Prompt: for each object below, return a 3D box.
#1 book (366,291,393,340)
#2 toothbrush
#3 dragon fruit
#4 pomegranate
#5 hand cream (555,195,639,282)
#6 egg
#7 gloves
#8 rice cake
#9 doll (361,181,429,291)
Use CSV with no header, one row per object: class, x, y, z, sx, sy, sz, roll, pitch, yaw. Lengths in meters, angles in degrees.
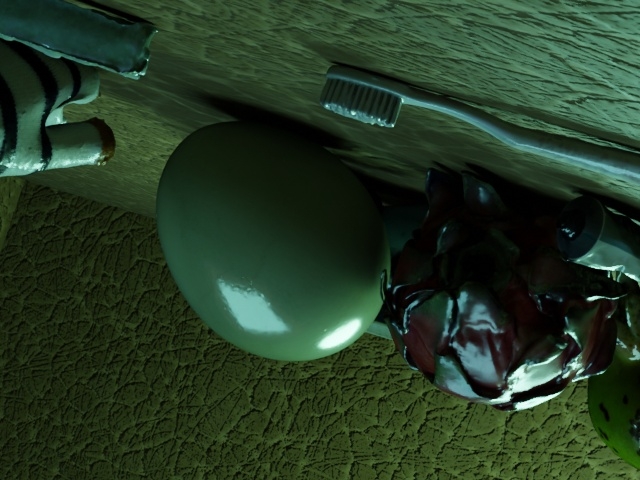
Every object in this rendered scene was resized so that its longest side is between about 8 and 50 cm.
book,0.120,0.044,1.666,0.269,0.025,0.191,15,-141,44
toothbrush,0.144,-0.054,1.002,0.307,0.029,0.025,17,168,12
dragon fruit,0.148,0.045,1.369,0.192,0.193,0.274,46,-170,28
pomegranate,0.362,0.124,1.651,0.198,0.246,0.198,-14,-165,4
hand cream,0.283,0.013,1.277,0.248,0.052,0.075,14,-158,-29
egg,-0.043,0.000,1.428,0.241,0.186,0.186,45,162,-32
gloves,-0.255,-0.125,1.364,0.140,0.131,0.218,15,-154,23
rice cake,-0.215,-0.158,1.106,0.211,0.043,0.034,19,-177,-7
doll,0.000,0.000,1.613,0.314,0.141,0.177,12,-160,11
